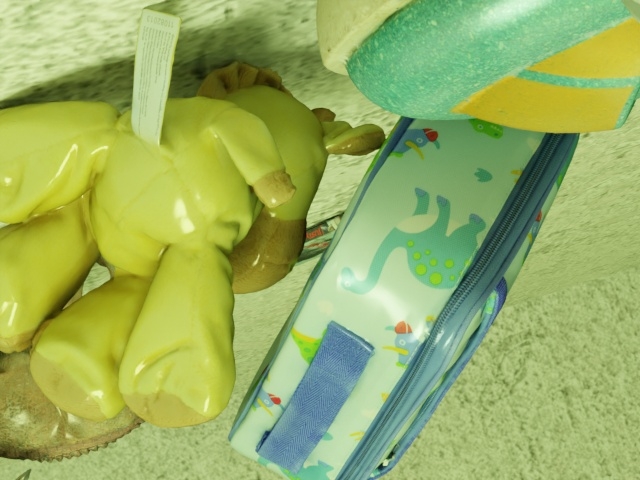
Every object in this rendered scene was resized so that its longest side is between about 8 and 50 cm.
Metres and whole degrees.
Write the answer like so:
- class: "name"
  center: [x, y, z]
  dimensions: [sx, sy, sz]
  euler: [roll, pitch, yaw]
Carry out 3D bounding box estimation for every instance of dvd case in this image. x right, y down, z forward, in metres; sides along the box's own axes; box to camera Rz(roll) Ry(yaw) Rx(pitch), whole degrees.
- class: "dvd case"
  center: [0.000, 0.000, 1.381]
  dimensions: [0.119, 0.013, 0.087]
  euler: [-24, 169, 29]

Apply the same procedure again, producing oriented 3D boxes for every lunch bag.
- class: "lunch bag"
  center: [0.038, 0.026, 0.768]
  dimensions: [0.176, 0.090, 0.219]
  euler: [-55, 175, -39]

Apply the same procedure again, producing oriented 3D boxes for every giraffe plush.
- class: "giraffe plush"
  center: [-0.065, -0.023, 0.796]
  dimensions: [0.170, 0.181, 0.210]
  euler: [-23, 144, -62]

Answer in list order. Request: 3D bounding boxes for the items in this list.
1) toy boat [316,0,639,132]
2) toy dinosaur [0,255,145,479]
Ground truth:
- class: "toy boat"
  center: [0.120, -0.111, 0.567]
  dimensions: [0.268, 0.148, 0.318]
  euler: [-19, 171, 8]
- class: "toy dinosaur"
  center: [-0.197, 0.116, 1.110]
  dimensions: [0.296, 0.200, 0.127]
  euler: [-19, 170, 3]
